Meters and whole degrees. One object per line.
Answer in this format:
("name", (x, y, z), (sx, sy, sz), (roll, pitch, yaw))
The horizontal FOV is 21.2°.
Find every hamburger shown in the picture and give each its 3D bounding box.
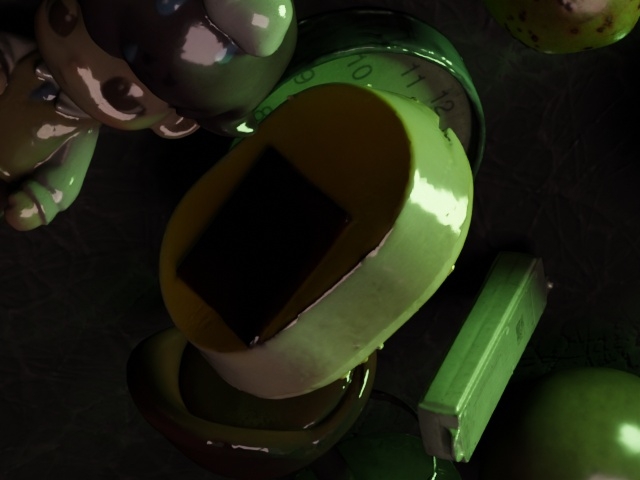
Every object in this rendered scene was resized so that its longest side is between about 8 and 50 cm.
("hamburger", (0.000, 0.000, 1.471), (0.295, 0.227, 0.151), (-38, 145, 13))

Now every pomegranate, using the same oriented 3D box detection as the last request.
("pomegranate", (0.218, -0.231, 1.501), (0.159, 0.159, 0.205), (-27, 161, 1))

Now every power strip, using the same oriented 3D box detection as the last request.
("power strip", (0.165, 0.115, 1.722), (0.052, 0.272, 0.078), (10, 134, 26))

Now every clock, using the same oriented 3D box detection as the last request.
("clock", (0.024, -0.085, 1.603), (0.281, 0.055, 0.280), (-11, 132, -13))

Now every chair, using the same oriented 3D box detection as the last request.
("chair", (-0.013, 0.195, 1.687), (0.227, 0.226, 0.401), (-29, 139, 3))

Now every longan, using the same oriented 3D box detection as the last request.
("longan", (0.298, 0.251, 1.891), (0.246, 0.215, 0.246), (8, 135, 8))

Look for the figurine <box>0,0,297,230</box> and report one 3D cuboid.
("figurine", (-0.191, -0.147, 1.368), (0.365, 0.218, 0.206), (-31, 160, 10))
